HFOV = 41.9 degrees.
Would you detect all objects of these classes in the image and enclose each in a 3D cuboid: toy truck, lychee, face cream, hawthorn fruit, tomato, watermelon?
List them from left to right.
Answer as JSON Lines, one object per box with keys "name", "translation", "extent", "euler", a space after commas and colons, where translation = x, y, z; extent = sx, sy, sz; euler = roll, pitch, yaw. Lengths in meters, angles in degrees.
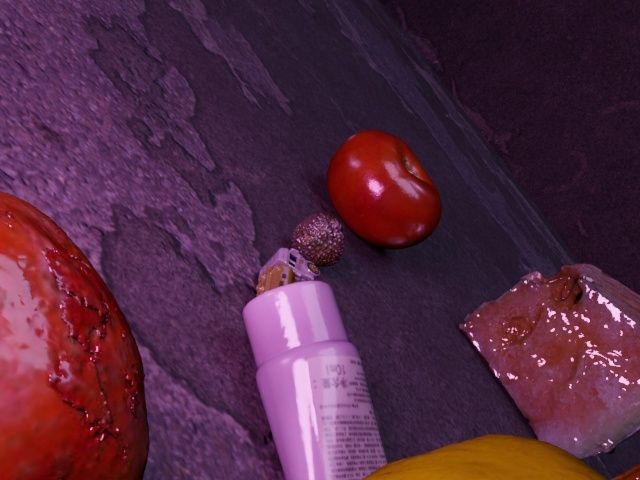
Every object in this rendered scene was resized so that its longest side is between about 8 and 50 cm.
{"name": "hawthorn fruit", "translation": [-0.158, 0.086, 0.427], "extent": [0.235, 0.181, 0.181], "euler": [46, 20, -12]}
{"name": "toy truck", "translation": [-0.040, 0.057, 0.894], "extent": [0.062, 0.052, 0.123], "euler": [35, 25, -18]}
{"name": "lychee", "translation": [0.000, 0.000, 1.052], "extent": [0.083, 0.068, 0.067], "euler": [-13, 65, -39]}
{"name": "face cream", "translation": [0.008, 0.176, 0.749], "extent": [0.154, 0.096, 0.274], "euler": [19, 48, -58]}
{"name": "tomato", "translation": [0.094, -0.073, 1.277], "extent": [0.195, 0.136, 0.195], "euler": [41, 24, -23]}
{"name": "watermelon", "translation": [0.412, 0.175, 1.318], "extent": [0.302, 0.264, 0.151], "euler": [55, 20, 25]}

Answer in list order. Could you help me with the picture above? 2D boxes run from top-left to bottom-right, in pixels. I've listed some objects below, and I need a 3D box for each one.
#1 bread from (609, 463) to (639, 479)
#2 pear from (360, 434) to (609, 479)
{"name": "bread", "translation": [0.526, 0.456, 1.182], "extent": [0.166, 0.132, 0.294], "euler": [-14, 63, -40]}
{"name": "pear", "translation": [0.091, 0.290, 0.453], "extent": [0.287, 0.287, 0.375], "euler": [33, 42, -37]}
